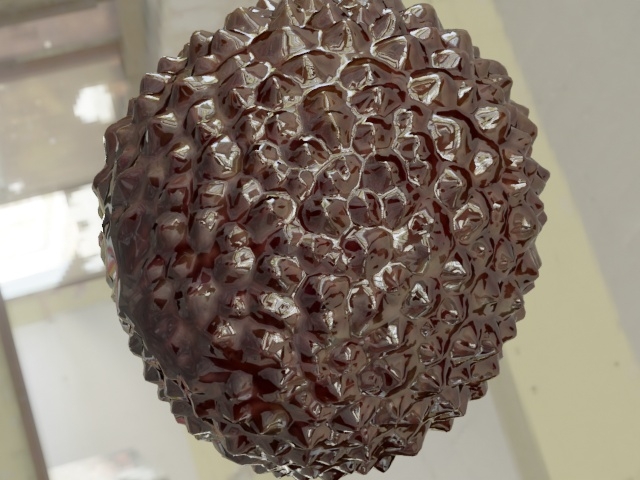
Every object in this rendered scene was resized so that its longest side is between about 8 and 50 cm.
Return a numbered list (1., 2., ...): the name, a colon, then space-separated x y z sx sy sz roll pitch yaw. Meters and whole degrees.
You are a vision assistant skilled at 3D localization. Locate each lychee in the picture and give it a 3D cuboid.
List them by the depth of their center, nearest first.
1. lychee: 0.000 0.000 0.950 0.330 0.306 0.306 -43 -130 24
